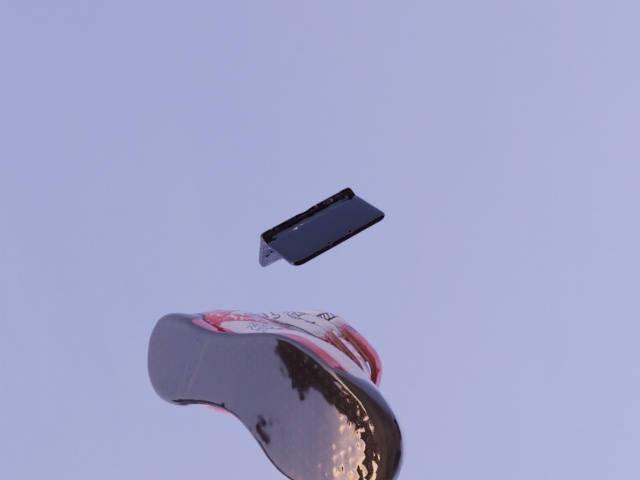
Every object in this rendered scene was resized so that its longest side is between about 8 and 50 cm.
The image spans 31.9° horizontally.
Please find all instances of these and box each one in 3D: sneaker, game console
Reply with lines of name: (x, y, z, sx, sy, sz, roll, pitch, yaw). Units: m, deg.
sneaker: (0.005, 0.100, 0.781, 0.145, 0.270, 0.090, 2, -83, -38)
game console: (0.000, 0.000, 1.253, 0.122, 0.107, 0.071, -28, -112, -19)
